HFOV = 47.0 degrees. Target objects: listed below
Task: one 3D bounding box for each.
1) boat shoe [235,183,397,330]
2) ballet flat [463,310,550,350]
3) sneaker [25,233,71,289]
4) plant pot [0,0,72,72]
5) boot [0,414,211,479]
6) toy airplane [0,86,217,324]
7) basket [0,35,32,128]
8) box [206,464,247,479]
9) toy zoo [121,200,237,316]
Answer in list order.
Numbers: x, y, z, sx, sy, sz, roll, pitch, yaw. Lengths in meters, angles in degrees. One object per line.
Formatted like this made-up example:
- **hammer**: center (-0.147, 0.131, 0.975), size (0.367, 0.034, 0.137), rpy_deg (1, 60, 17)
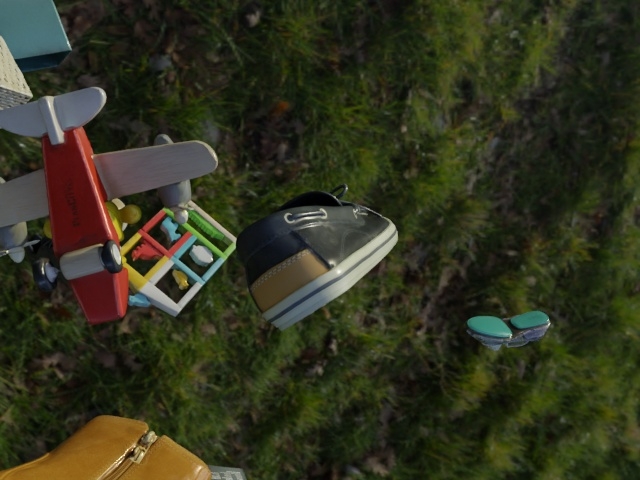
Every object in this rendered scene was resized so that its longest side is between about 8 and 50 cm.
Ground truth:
- **boat shoe**: center (0.000, 0.000, 1.155), size (0.156, 0.187, 0.500), rpy_deg (55, 17, 1)
- **ballet flat**: center (0.209, 0.106, 0.832), size (0.114, 0.041, 0.041), rpy_deg (-3, 103, -25)
- **sneaker**: center (-0.607, 0.043, 1.767), size (0.109, 0.286, 0.130), rpy_deg (-53, 134, -50)
- **plant pot**: center (-0.722, -0.532, 1.743), size (0.166, 0.165, 0.234), rpy_deg (-20, 98, -30)
- **boot**: center (-0.263, 0.230, 0.667), size (0.211, 0.295, 0.104), rpy_deg (-66, 176, -62)
- **toy airplane**: center (-0.436, -0.085, 1.356), size (0.384, 0.386, 0.272), rpy_deg (-60, 173, -8)
- **basket**: center (-0.645, -0.316, 1.406), size (0.167, 0.103, 0.113), rpy_deg (60, 15, 11)
- **box**: center (-0.151, 0.372, 0.911), size (0.059, 0.183, 0.233), rpy_deg (-38, 148, 15)
- **toy zoo**: center (-0.340, 0.041, 1.676), size (0.192, 0.030, 0.293), rpy_deg (40, 53, -2)
